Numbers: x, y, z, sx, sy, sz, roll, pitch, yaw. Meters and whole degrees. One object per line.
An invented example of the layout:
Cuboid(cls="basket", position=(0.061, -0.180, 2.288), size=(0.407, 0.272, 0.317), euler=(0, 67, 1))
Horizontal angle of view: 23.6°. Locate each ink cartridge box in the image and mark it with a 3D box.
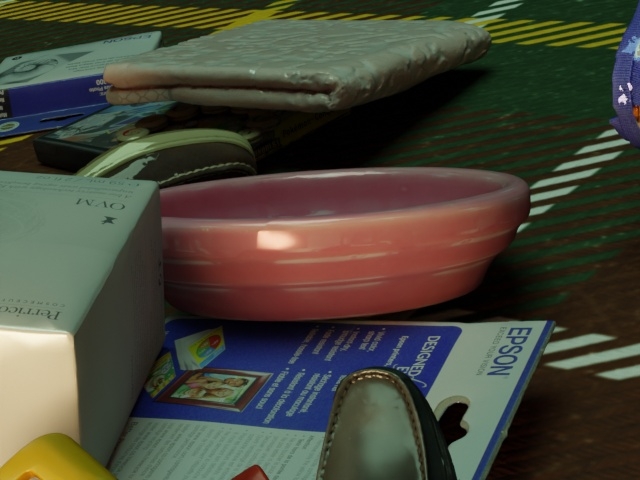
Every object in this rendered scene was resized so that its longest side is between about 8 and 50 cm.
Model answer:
Cuboid(cls="ink cartridge box", position=(-0.025, 0.145, 0.997), size=(0.307, 0.072, 0.303), euler=(1, 25, 22))
Cuboid(cls="ink cartridge box", position=(-0.317, -0.200, 1.939), size=(0.223, 0.045, 0.224), euler=(-9, 24, 5))

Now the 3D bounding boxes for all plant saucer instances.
Cuboid(cls="plant saucer", position=(0.000, 0.000, 1.209), size=(0.332, 0.084, 0.332), euler=(-3, 8, 0))

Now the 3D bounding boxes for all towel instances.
Cuboid(cls="towel", position=(-0.022, -0.195, 1.685), size=(0.317, 0.053, 0.332), euler=(5, 19, 32))

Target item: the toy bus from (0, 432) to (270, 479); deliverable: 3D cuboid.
Cuboid(cls="toy bus", position=(-0.106, 0.186, 0.794), size=(0.202, 0.104, 0.191), euler=(-12, 46, 14))

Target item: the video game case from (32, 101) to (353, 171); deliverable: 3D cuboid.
Cuboid(cls="video game case", position=(-0.144, -0.129, 1.711), size=(0.248, 0.035, 0.275), euler=(-30, 30, -36))

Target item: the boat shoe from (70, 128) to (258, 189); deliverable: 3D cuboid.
Cuboid(cls="boat shoe", position=(-0.195, 0.007, 1.357), size=(0.342, 0.123, 0.123), euler=(-20, 55, -24))

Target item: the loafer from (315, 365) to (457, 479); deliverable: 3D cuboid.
Cuboid(cls="loafer", position=(0.030, 0.163, 0.776), size=(0.076, 0.078, 0.223), euler=(-11, 61, 18))

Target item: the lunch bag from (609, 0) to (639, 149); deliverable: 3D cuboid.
Cuboid(cls="lunch bag", position=(0.446, -0.156, 1.253), size=(0.328, 0.239, 0.385), euler=(4, 21, 29))

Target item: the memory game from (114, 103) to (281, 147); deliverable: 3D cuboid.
Cuboid(cls="memory game", position=(-0.130, -0.118, 1.618), size=(0.186, 0.012, 0.186), euler=(-10, 23, 5))

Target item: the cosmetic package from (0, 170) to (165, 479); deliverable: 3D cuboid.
Cuboid(cls="cosmetic package", position=(-0.235, 0.056, 0.996), size=(0.224, 0.138, 0.225), euler=(4, 27, 6))
